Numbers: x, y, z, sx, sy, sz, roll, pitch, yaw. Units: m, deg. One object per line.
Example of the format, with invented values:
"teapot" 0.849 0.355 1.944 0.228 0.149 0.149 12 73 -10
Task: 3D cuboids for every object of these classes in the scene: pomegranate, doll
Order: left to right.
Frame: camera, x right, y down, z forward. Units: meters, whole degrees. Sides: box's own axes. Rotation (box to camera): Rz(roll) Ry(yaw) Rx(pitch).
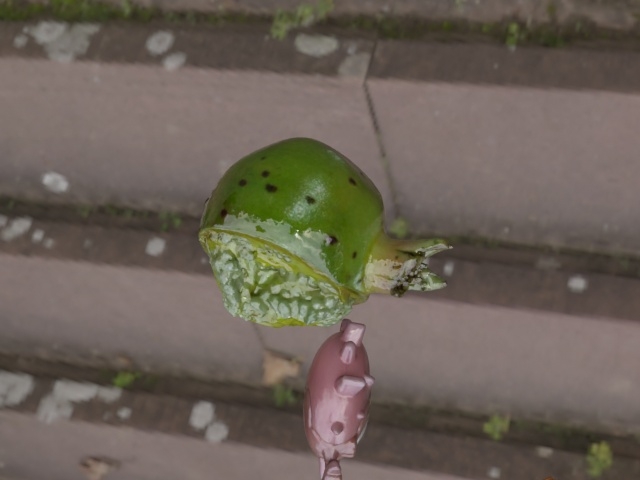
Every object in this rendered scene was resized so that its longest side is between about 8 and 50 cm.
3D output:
"pomegranate" 0.000 0.000 1.731 0.341 0.260 0.260 11 151 10
"doll" 0.023 0.221 1.818 0.093 0.262 0.211 8 137 -4

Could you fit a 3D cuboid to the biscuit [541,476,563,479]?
"biscuit" 0.233 0.305 1.496 0.102 0.019 0.130 -16 143 -22
